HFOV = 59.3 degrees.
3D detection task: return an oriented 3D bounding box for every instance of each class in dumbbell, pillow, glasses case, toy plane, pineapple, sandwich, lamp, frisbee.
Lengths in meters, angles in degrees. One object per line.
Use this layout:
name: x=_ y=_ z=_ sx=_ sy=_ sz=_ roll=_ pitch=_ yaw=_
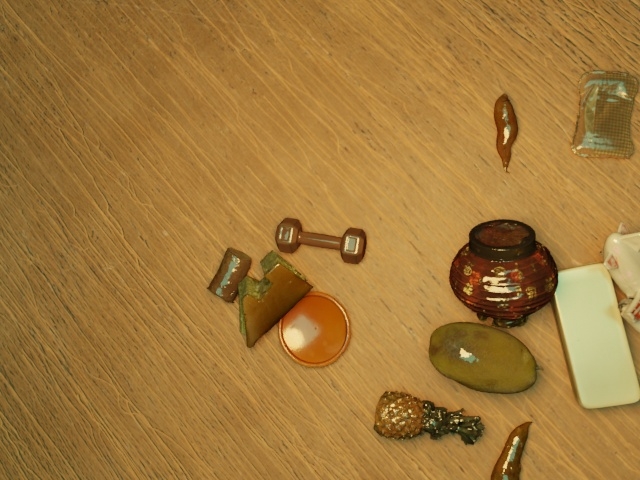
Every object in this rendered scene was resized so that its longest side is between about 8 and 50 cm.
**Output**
dumbbell: x=0.000 y=0.000 z=1.426 sx=0.231 sy=0.082 sz=0.092 roll=8 pitch=86 yaw=14
pillow: x=0.667 y=-0.297 z=1.322 sx=0.135 sy=0.034 sz=0.211 roll=6 pitch=85 yaw=15
glasses case: x=0.612 y=0.212 z=1.271 sx=0.131 sy=0.070 sz=0.313 roll=-13 pitch=82 yaw=12
toy plane: x=0.697 y=0.072 z=1.206 sx=0.252 sy=0.118 sz=0.252 roll=5 pitch=79 yaw=-28
pineapple: x=0.254 y=0.423 z=1.317 sx=0.251 sy=0.125 sz=0.125 roll=9 pitch=87 yaw=9
sandwich: x=-0.146 y=0.148 z=1.418 sx=0.128 sy=0.122 sz=0.236 roll=40 pitch=97 yaw=-25
lamp: x=0.406 y=0.081 z=1.258 sx=0.247 sy=0.247 sz=0.247 roll=-1 pitch=85 yaw=13
frisbee: x=-0.015 y=0.226 z=1.433 sx=0.192 sy=0.035 sz=0.192 roll=-1 pitch=84 yaw=15

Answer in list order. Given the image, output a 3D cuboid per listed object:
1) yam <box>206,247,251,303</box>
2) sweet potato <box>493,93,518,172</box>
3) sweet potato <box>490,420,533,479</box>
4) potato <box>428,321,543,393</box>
yam: x=-0.237 y=0.091 z=1.476 sx=0.084 sy=0.084 sz=0.127 roll=27 pitch=94 yaw=14
sweet potato: x=0.449 y=-0.259 z=1.363 sx=0.056 sy=0.056 sz=0.195 roll=0 pitch=91 yaw=13
sweet potato: x=0.427 y=0.540 z=1.291 sx=0.067 sy=0.067 sz=0.274 roll=20 pitch=85 yaw=14
potato: x=0.369 y=0.268 z=1.267 sx=0.251 sy=0.174 sz=0.159 roll=9 pitch=107 yaw=12
